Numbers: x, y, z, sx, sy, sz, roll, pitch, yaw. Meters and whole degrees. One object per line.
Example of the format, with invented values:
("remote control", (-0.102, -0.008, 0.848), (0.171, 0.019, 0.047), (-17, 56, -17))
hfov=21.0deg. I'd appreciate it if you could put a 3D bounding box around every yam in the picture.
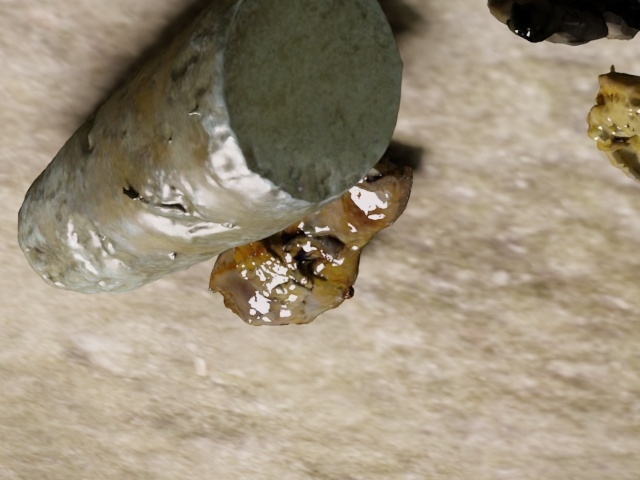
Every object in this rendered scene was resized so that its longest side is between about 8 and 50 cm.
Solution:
("yam", (-0.082, -0.045, 1.016), (0.133, 0.133, 0.330), (32, 147, -23))

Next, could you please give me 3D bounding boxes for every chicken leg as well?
("chicken leg", (0.002, -0.001, 1.119), (0.085, 0.069, 0.198), (46, 138, -2))

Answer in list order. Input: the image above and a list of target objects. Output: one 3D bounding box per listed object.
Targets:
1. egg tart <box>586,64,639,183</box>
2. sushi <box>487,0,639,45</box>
("egg tart", (0.236, -0.043, 0.858), (0.212, 0.090, 0.212), (26, -177, -2))
("sushi", (0.099, -0.168, 0.633), (0.238, 0.225, 0.219), (40, 146, -29))
